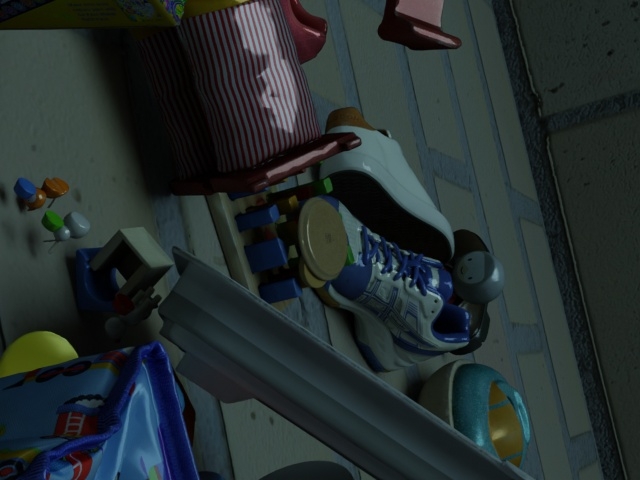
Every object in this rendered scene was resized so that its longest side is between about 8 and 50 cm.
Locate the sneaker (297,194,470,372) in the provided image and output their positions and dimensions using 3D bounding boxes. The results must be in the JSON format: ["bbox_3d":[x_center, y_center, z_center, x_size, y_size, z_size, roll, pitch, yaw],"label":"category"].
[{"bbox_3d":[0.075,0.035,1.614,0.296,0.131,0.112,53,30,-48],"label":"sneaker"}]

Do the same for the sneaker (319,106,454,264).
[{"bbox_3d":[0.089,-0.065,1.771,0.290,0.105,0.123,49,34,-52],"label":"sneaker"}]

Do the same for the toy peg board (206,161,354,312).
[{"bbox_3d":[-0.034,-0.017,1.401,0.160,0.079,0.161,-42,115,-71],"label":"toy peg board"}]

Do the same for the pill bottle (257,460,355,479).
[{"bbox_3d":[0.021,0.320,1.177,0.152,0.152,0.272,-69,141,-62],"label":"pill bottle"}]

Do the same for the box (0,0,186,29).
[{"bbox_3d":[-0.184,-0.327,0.897,0.279,0.177,0.290,50,49,-55],"label":"box"}]

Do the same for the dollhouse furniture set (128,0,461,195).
[{"bbox_3d":[0.014,-0.199,1.269,0.374,0.152,0.201,-28,106,-31],"label":"dollhouse furniture set"}]

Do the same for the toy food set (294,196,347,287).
[{"bbox_3d":[0.000,0.000,1.377,0.082,0.020,0.083,-29,105,-57],"label":"toy food set"}]

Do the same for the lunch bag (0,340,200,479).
[{"bbox_3d":[-0.140,0.221,0.641,0.138,0.220,0.293,-51,125,-67],"label":"lunch bag"}]

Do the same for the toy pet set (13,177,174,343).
[{"bbox_3d":[-0.165,0.021,1.022,0.122,0.065,0.114,49,19,13],"label":"toy pet set"}]

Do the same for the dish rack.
[{"bbox_3d":[0.021,0.130,1.003,0.332,0.072,0.285,35,-6,0],"label":"dish rack"}]

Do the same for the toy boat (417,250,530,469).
[{"bbox_3d":[0.191,0.178,1.821,0.267,0.148,0.318,-21,96,-72],"label":"toy boat"}]

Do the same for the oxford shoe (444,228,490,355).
[{"bbox_3d":[0.200,0.050,2.066,0.096,0.082,0.227,58,23,-33],"label":"oxford shoe"}]

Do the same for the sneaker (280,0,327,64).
[{"bbox_3d":[-0.087,-0.292,1.365,0.116,0.136,0.314,-79,149,-56],"label":"sneaker"}]

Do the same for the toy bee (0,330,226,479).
[{"bbox_3d":[-0.143,0.148,0.870,0.195,0.162,0.298,64,-6,5],"label":"toy bee"}]
